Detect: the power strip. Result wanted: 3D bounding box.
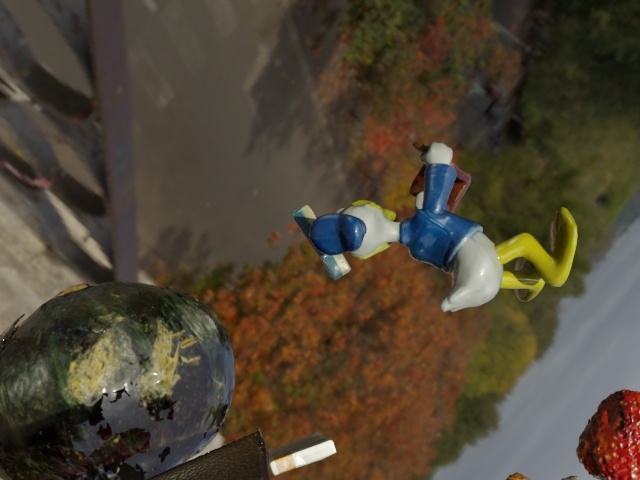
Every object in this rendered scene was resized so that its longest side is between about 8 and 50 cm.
[{"bbox_3d":[0.000,0.000,1.657,0.032,0.123,0.056,-33,135,-3],"label":"power strip"}]

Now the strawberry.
[{"bbox_3d":[0.264,0.171,0.964,0.083,0.083,0.096,-42,148,-39],"label":"strawberry"}]

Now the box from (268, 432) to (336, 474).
[{"bbox_3d":[-0.042,0.399,2.116,0.122,0.032,0.220,-19,176,-7],"label":"box"}]

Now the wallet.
[{"bbox_3d":[-0.163,0.276,1.146,0.243,0.039,0.133,-25,-166,-1],"label":"wallet"}]

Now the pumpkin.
[{"bbox_3d":[-0.367,0.242,1.896,0.454,0.344,0.454,-16,-173,2],"label":"pumpkin"}]

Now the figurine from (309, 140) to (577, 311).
[{"bbox_3d":[0.150,-0.034,1.593,0.338,0.284,0.204,0,144,-14],"label":"figurine"}]

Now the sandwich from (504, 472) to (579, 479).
[{"bbox_3d":[0.293,0.442,1.646,0.162,0.250,0.301,-19,154,-52],"label":"sandwich"}]
